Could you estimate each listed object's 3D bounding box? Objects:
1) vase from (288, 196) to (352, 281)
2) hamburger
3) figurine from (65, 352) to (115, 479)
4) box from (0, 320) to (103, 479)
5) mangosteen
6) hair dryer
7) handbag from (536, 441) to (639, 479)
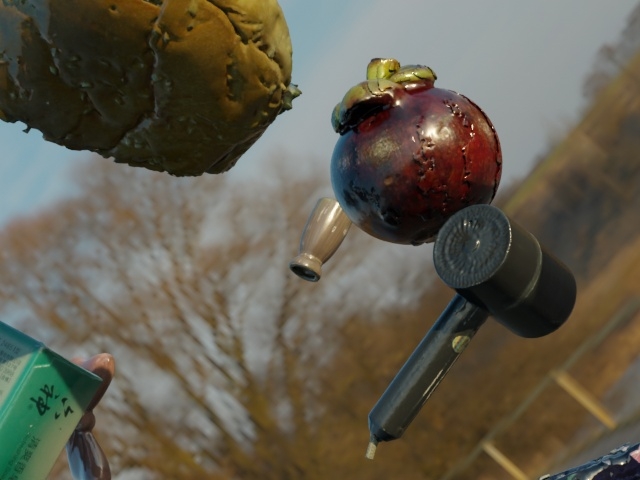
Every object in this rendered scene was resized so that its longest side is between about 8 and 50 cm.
[{"bbox_3d":[0.000,0.000,2.225,0.101,0.053,0.053,-63,-1,-22],"label":"vase"},{"bbox_3d":[-0.142,-0.175,1.406,0.211,0.309,0.132,-50,24,43],"label":"hamburger"},{"bbox_3d":[-0.361,0.184,1.945,0.193,0.154,0.421,0,2,-30],"label":"figurine"},{"bbox_3d":[-0.342,0.141,1.677,0.092,0.245,0.153,38,-101,-47],"label":"box"},{"bbox_3d":[0.079,-0.085,1.624,0.166,0.180,0.166,-25,-9,-4],"label":"mangosteen"},{"bbox_3d":[0.105,0.085,1.392,0.219,0.071,0.124,-53,-43,-1],"label":"hair dryer"},{"bbox_3d":[0.300,0.324,1.959,0.260,0.162,0.113,-22,-15,-6],"label":"handbag"}]
